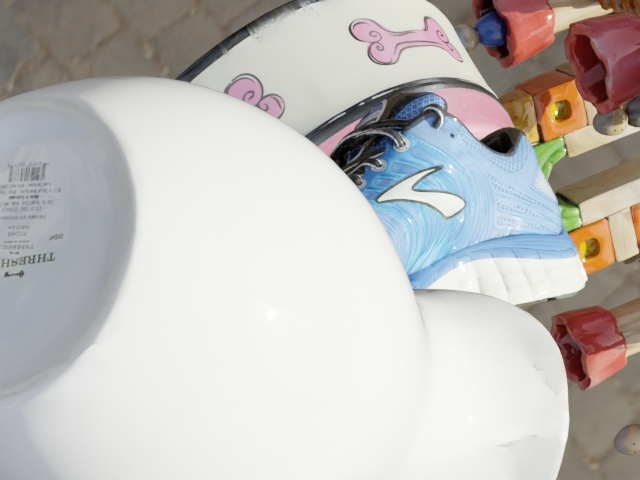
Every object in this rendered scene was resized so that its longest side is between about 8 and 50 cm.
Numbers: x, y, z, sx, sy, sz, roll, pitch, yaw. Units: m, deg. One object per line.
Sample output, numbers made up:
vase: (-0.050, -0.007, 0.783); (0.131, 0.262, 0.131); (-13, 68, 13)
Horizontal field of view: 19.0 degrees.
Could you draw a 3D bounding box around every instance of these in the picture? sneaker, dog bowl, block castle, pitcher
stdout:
sneaker: (0.025, -0.010, 1.171); (0.330, 0.130, 0.147); (-10, 85, -46)
dog bowl: (0.000, 0.000, 1.537); (0.408, 0.408, 0.150); (-34, 61, -19)
block castle: (0.287, -0.034, 1.843); (0.213, 0.303, 0.453); (-21, 113, -12)
pitcher: (-0.047, 0.035, 0.566); (0.207, 0.178, 0.125); (29, 57, -54)
